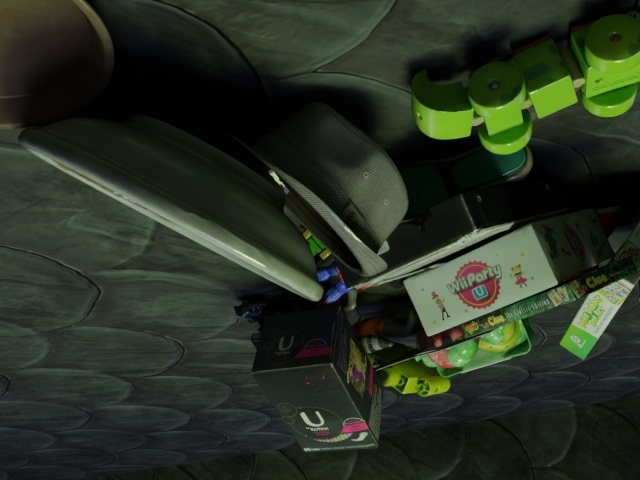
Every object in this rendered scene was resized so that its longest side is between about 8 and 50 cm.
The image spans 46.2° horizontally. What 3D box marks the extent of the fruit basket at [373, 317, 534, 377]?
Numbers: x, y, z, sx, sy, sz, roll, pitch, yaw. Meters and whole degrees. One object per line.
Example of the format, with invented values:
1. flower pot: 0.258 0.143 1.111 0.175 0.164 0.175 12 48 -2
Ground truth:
1. fruit basket: 0.298 0.220 1.594 0.327 0.165 0.353 -26 175 34

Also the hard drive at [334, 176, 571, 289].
1. hard drive: 0.211 -0.013 1.144 0.237 0.064 0.339 -28 171 37

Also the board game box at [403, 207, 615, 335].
1. board game box: 0.304 0.042 1.183 0.224 0.097 0.303 -28 170 35

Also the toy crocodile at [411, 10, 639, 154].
1. toy crocodile: 0.274 -0.196 0.885 0.340 0.105 0.115 -19 153 13

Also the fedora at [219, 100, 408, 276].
1. fedora: 0.013 -0.081 0.960 0.275 0.124 0.244 46 174 -20

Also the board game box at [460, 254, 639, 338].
1. board game box: 0.331 0.088 1.116 0.136 0.030 0.259 -21 172 -29

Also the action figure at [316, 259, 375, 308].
1. action figure: 0.073 0.043 1.315 0.139 0.091 0.280 -25 174 -18

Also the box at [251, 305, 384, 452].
1. box: 0.003 0.274 1.447 0.165 0.143 0.270 -11 130 21

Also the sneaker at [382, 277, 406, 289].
1. sneaker: 0.139 0.046 1.403 0.089 0.051 0.170 -18 150 32

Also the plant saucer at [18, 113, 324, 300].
1. plant saucer: -0.158 -0.058 0.913 0.400 0.100 0.400 27 175 3

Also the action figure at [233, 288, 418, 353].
1. action figure: -0.009 0.208 1.576 0.341 0.178 0.330 16 137 -42

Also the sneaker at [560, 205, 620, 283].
1. sneaker: 0.485 0.026 1.371 0.107 0.118 0.279 -8 155 0

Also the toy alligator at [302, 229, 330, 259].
1. toy alligator: 0.000 0.000 1.275 0.051 0.056 0.189 -40 178 -38

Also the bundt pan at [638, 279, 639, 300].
1. bundt pan: 0.760 0.019 1.423 0.331 0.124 0.331 -5 155 -2

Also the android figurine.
1. android figurine: 0.192 0.293 1.769 0.273 0.056 0.248 6 -162 -46

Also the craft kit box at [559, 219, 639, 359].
1. craft kit box: 0.512 0.047 1.250 0.246 0.061 0.250 -42 155 -25

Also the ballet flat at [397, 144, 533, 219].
1. ballet flat: 0.192 -0.086 1.115 0.248 0.086 0.086 -15 154 14

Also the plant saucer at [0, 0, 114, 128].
1. plant saucer: -0.351 -0.204 0.755 0.278 0.041 0.278 -5 155 -2

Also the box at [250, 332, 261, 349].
1. box: -0.091 0.214 1.527 0.083 0.018 0.067 -8 129 23
